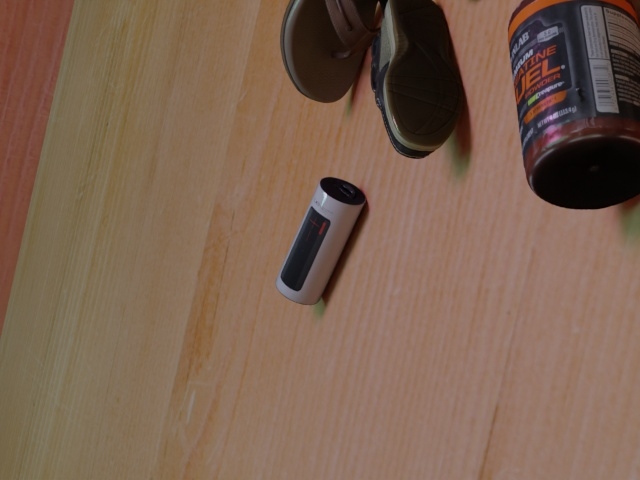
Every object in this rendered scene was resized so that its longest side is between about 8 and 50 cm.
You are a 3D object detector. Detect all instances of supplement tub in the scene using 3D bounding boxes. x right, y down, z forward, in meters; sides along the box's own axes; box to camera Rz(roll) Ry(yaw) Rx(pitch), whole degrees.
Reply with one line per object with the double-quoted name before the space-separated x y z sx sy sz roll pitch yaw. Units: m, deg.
"supplement tub" 0.201 -0.129 1.299 0.106 0.106 0.198 129 146 -49

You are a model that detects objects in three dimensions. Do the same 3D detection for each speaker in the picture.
"speaker" 0.000 0.000 1.795 0.055 0.055 0.136 -110 39 -53

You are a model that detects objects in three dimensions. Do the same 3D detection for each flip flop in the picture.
"flip flop" 0.045 -0.265 1.780 0.277 0.112 0.080 -61 41 24

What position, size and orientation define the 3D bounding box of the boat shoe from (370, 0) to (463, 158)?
"boat shoe" 0.089 -0.153 1.636 0.073 0.080 0.224 116 160 -44
